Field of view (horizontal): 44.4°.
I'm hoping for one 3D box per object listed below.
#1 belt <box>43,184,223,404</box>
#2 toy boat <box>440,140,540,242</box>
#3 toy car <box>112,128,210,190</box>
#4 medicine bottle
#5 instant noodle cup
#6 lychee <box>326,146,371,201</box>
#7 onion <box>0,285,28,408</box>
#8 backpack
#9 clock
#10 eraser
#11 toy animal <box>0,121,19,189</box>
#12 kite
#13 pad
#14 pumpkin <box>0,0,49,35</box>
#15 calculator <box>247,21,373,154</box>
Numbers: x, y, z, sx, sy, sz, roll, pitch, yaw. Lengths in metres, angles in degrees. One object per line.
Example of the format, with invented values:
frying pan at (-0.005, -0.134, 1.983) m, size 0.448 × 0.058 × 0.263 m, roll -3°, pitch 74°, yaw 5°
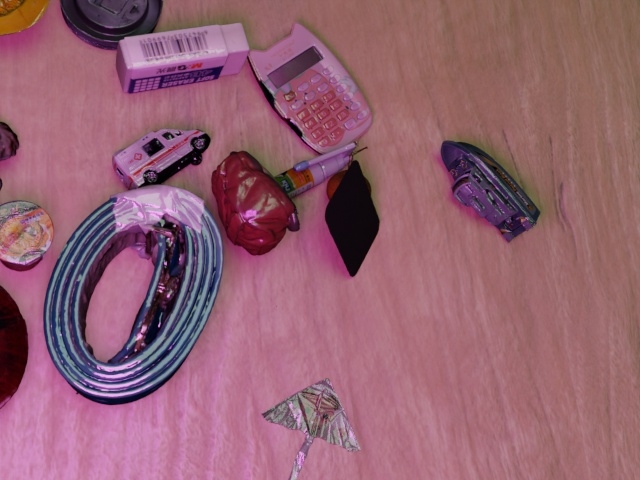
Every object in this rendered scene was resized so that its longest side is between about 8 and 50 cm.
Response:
belt at (-0.362, 0.101, 1.530) m, size 0.300 × 0.173 × 0.436 m, roll 22°, pitch 67°, yaw -7°
toy boat at (0.394, -0.127, 1.887) m, size 0.296 × 0.114 × 0.122 m, roll 46°, pitch 57°, yaw 0°
toy car at (-0.339, -0.184, 1.678) m, size 0.210 × 0.089 × 0.108 m, roll -38°, pitch 82°, yaw -22°
medicine bottle at (-0.019, -0.159, 1.773) m, size 0.221 × 0.092 × 0.061 m, roll -28°, pitch 73°, yaw -24°
instant noodle cup at (-0.578, 0.002, 1.510) m, size 0.127 × 0.136 × 0.127 m, roll 6°, pitch 72°, yaw -17°
lychee at (0.063, -0.124, 1.782) m, size 0.114 × 0.101 × 0.140 m, roll -29°, pitch 102°, yaw -57°
onion at (-0.665, 0.190, 1.367) m, size 0.314 × 0.232 × 0.313 m, roll 7°, pitch 74°, yaw -24°
backpack at (-0.149, -0.066, 1.634) m, size 0.139 × 0.229 × 0.229 m, roll -33°, pitch 85°, yaw -22°
clock at (-0.473, -0.537, 1.771) m, size 0.226 × 0.049 × 0.226 m, roll 5°, pitch 72°, yaw -17°
eraser at (-0.306, -0.405, 1.740) m, size 0.279 × 0.124 × 0.081 m, roll -15°, pitch 79°, yaw -22°
toy animal at (-0.710, -0.111, 1.465) m, size 0.303 × 0.194 × 0.344 m, roll 1°, pitch 61°, yaw -33°
kite at (-0.020, 0.405, 1.635) m, size 0.229 × 0.012 × 0.250 m, roll 24°, pitch 68°, yaw -8°
pad at (0.016, 0.011, 1.682) m, size 0.323 × 0.250 × 0.055 m, roll -44°, pitch 52°, yaw -17°
pumpkin at (-0.676, -0.515, 1.673) m, size 0.218 × 0.110 × 0.217 m, roll 1°, pitch 80°, yaw -7°
calculator at (-0.019, -0.348, 1.863) m, size 0.220 × 0.048 × 0.329 m, roll -38°, pitch 89°, yaw -26°
